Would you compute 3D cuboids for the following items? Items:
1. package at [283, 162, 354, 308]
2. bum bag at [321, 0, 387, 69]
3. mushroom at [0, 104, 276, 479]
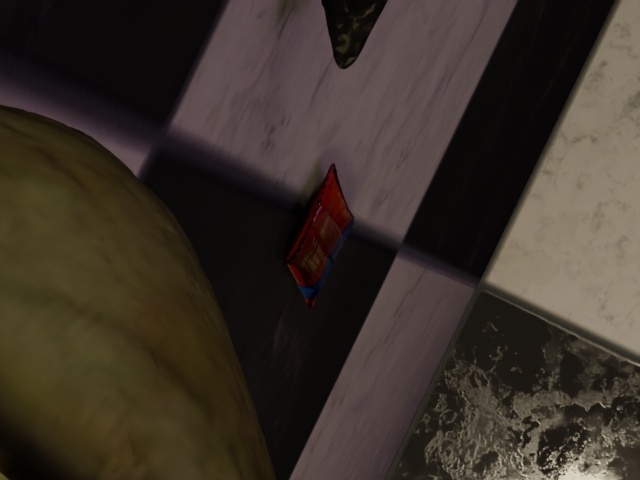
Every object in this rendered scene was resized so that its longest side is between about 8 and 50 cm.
[{"bbox_3d":[0.000,0.000,1.446,0.083,0.022,0.200,-62,171,-8],"label":"package"},{"bbox_3d":[0.032,-0.187,1.019,0.248,0.069,0.102,95,-13,-60],"label":"bum bag"},{"bbox_3d":[-0.083,0.089,0.701,0.212,0.217,0.292,-58,168,-48],"label":"mushroom"}]
